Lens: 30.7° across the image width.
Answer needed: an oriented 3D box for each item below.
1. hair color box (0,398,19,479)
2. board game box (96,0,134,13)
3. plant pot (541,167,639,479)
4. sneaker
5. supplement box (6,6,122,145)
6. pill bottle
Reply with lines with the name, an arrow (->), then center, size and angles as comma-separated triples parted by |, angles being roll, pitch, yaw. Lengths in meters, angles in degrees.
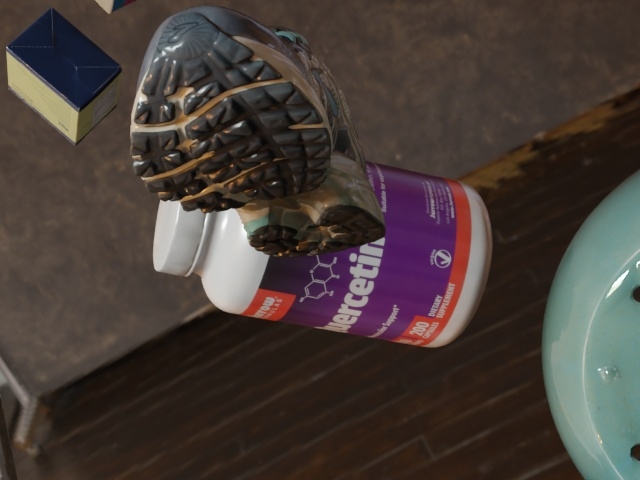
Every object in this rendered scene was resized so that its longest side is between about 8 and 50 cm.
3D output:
hair color box -> -0.466, 0.192, 1.009 | 0.374, 0.185, 0.113 | -15, -27, -11
board game box -> -0.127, -0.403, 1.261 | 0.303, 0.097, 0.224 | -34, -18, -33
plant pot -> 0.268, 0.069, 0.704 | 0.293, 0.293, 0.235 | -20, -6, 20
sneaker -> -0.042, -0.079, 0.698 | 0.110, 0.122, 0.283 | -14, -19, 9
supplement box -> -0.224, -0.142, 1.018 | 0.056, 0.083, 0.083 | -48, -2, -22
pill bottle -> 0.000, 0.000, 1.197 | 0.323, 0.181, 0.181 | 10, 12, -16
